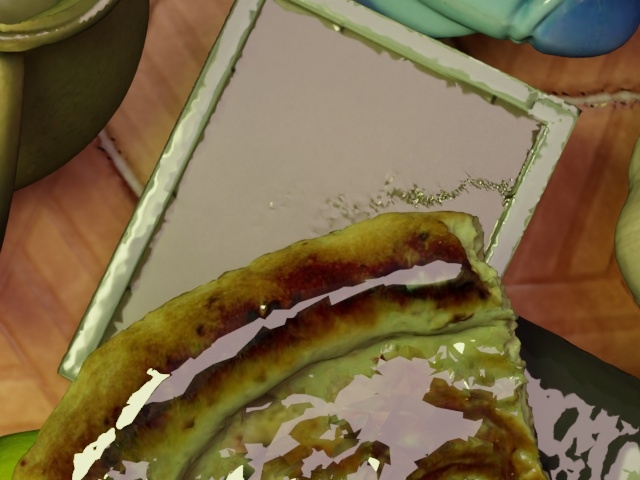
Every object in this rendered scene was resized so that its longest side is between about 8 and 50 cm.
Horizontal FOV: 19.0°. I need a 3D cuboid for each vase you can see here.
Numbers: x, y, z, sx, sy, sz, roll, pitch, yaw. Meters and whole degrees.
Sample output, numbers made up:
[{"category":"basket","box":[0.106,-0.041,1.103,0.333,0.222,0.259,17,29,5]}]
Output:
[{"category":"vase","box":[-0.201,-0.115,1.066,0.241,0.302,0.329,4,75,-19]}]

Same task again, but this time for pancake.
[{"category":"pancake","box":[-0.032,0.180,1.049,0.427,0.067,0.305,-33,93,-12]}]

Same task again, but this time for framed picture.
[{"category":"framed picture","box":[0.000,0.000,1.198,0.231,0.018,0.293,26,87,-1]}]

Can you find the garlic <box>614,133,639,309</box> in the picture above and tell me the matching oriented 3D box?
[{"category":"garlic","box":[0.343,0.016,1.274,0.322,0.241,0.322,-1,73,3]}]

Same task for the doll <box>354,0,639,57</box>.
[{"category":"doll","box":[0.131,-0.232,1.259,0.366,0.376,0.187,-11,123,-22]}]

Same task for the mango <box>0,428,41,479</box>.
[{"category":"mango","box":[-0.154,0.163,1.115,0.178,0.100,0.119,-21,81,-29]}]

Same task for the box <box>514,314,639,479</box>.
[{"category":"box","box":[0.135,0.249,1.153,0.359,0.091,0.350,27,83,-9]}]

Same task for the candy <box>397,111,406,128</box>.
[{"category":"candy","box":[0.028,0.028,1.236,0.097,0.097,0.323,15,78,-15]}]
